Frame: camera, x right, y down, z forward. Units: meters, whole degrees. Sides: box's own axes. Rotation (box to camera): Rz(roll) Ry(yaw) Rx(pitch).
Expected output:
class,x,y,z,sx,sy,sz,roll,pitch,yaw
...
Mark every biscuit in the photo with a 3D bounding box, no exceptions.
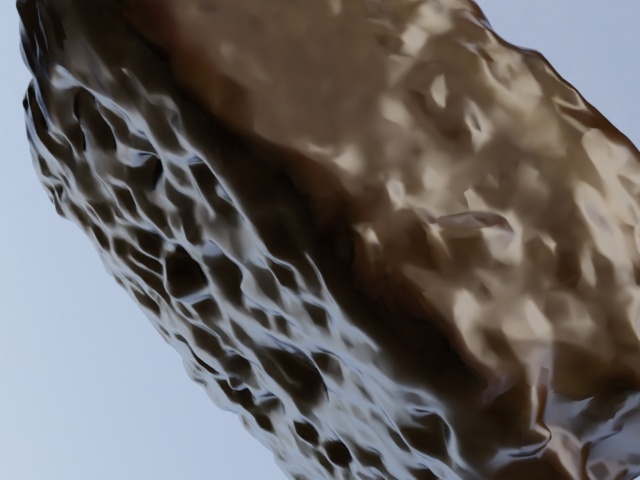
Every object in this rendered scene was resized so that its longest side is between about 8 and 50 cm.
class,x,y,z,sx,sy,sz,roll,pitch,yaw
biscuit,0.000,0.000,0.543,0.395,0.166,0.342,45,-27,5
